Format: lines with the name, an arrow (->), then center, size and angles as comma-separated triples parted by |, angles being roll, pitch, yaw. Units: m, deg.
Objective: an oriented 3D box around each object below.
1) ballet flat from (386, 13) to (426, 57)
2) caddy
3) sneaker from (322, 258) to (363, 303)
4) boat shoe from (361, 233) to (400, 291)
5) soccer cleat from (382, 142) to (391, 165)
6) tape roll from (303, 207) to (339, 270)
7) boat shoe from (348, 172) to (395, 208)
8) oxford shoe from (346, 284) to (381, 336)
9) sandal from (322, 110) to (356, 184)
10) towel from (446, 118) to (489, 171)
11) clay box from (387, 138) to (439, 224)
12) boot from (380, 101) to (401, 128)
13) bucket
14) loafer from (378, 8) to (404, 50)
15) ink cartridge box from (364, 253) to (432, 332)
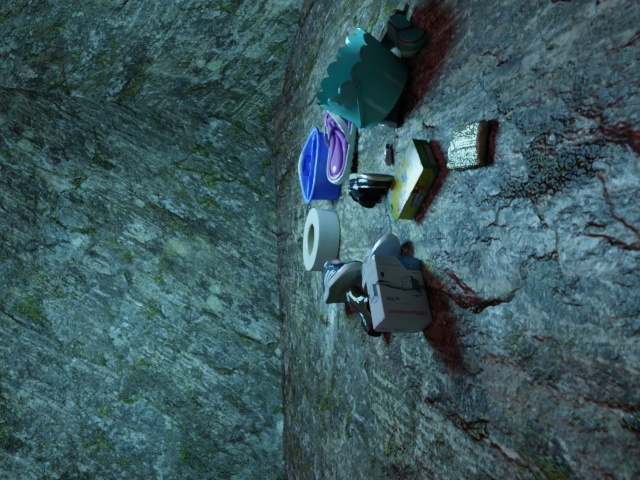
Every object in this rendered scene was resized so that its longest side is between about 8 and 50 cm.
ballet flat -> 0.259, -0.599, 1.459 | 0.247, 0.083, 0.087 | -104, -1, -50
caddy -> -0.010, -0.330, 2.176 | 0.241, 0.179, 0.342 | -145, 60, -74
sneaker -> 0.073, 0.120, 1.825 | 0.350, 0.131, 0.148 | 122, 145, -61
boat shoe -> 0.175, 0.057, 1.532 | 0.258, 0.095, 0.084 | 111, 154, -44
soccer cleat -> 0.218, -0.279, 1.590 | 0.036, 0.029, 0.084 | 109, 164, -56
tape roll -> 0.000, 0.000, 2.198 | 0.286, 0.100, 0.287 | -176, 90, -75
boat shoe -> 0.157, -0.162, 1.600 | 0.340, 0.127, 0.113 | -152, 66, -76
oxford shoe -> 0.155, 0.207, 1.609 | 0.227, 0.082, 0.096 | 53, 135, 51
sandal -> 0.065, -0.436, 1.980 | 0.169, 0.102, 0.417 | -20, 67, 45
towel -> 0.336, -0.216, 1.127 | 0.148, 0.027, 0.110 | -162, 75, -75
clay box -> 0.253, -0.158, 1.375 | 0.222, 0.053, 0.128 | 109, 159, -47
boot -> 0.210, -0.426, 1.609 | 0.190, 0.069, 0.086 | 47, 125, 59
bucket -> 0.130, -0.497, 1.536 | 0.281, 0.183, 0.281 | -49, 25, 33
loafer -> 0.231, -0.690, 1.610 | 0.050, 0.056, 0.148 | -100, 30, -44
ink cartridge box -> 0.205, 0.141, 1.307 | 0.082, 0.139, 0.191 | 117, 153, -51
